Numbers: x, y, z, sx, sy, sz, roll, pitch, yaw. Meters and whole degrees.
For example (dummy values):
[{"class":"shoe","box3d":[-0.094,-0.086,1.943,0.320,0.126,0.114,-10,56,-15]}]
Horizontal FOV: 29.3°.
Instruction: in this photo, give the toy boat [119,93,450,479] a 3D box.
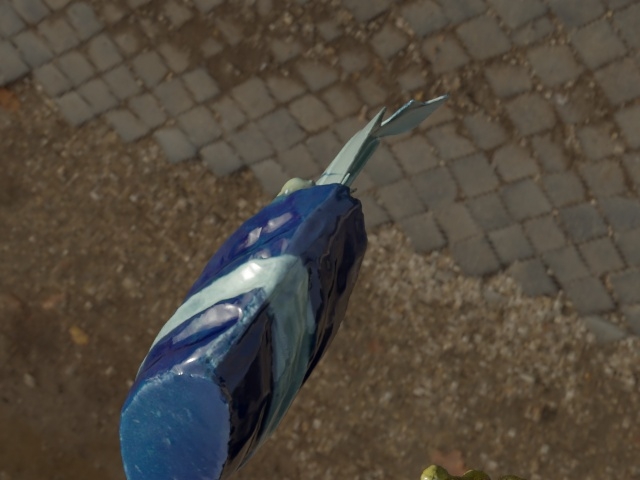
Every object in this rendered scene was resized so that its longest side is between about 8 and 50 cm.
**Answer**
[{"class":"toy boat","box3d":[-0.017,0.025,0.640,0.070,0.291,0.210,35,113,0]}]

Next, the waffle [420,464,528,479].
[{"class":"waffle","box3d":[0.094,0.224,0.703,0.191,0.191,0.038,48,154,-16]}]
